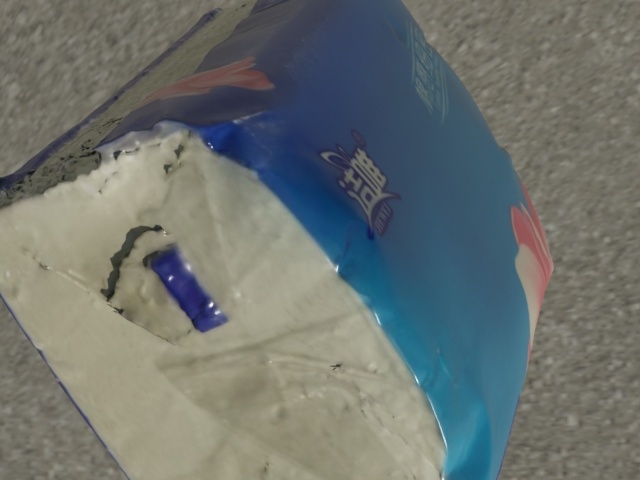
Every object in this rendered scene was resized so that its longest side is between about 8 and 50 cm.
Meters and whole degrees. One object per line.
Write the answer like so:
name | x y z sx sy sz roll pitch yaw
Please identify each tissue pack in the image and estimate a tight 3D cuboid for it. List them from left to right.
tissue pack | 0.000 0.000 0.610 0.209 0.137 0.269 55 26 -11
